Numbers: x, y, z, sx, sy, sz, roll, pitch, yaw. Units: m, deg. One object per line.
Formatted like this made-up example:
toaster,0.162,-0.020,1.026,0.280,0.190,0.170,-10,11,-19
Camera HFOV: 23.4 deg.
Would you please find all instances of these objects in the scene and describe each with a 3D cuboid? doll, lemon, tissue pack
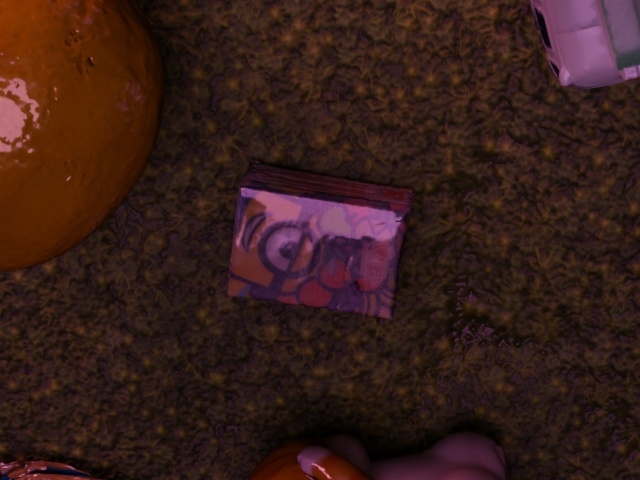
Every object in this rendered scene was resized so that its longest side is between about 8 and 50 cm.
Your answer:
doll,0.054,0.248,1.371,0.270,0.166,0.162,8,110,7
lemon,-0.247,-0.102,1.236,0.236,0.236,0.263,20,93,0
tissue pack,0.000,0.000,1.332,0.148,0.060,0.108,9,113,3

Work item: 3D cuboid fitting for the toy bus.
toy bus,0.202,-0.255,1.150,0.134,0.164,0.276,-14,109,11

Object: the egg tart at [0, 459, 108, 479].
egg tart,-0.251,0.339,1.473,0.291,0.107,0.290,2,111,6
